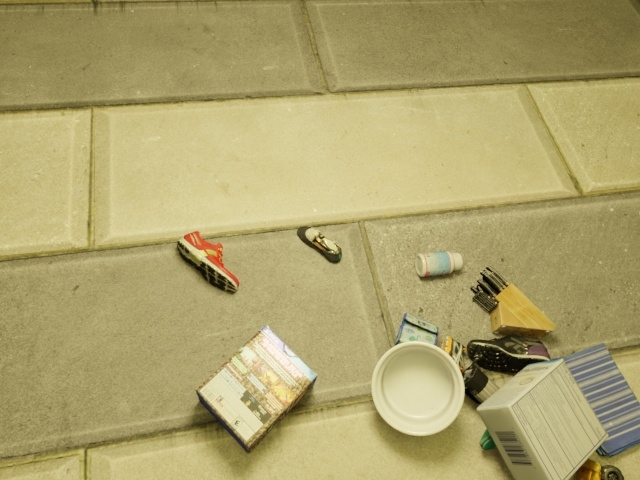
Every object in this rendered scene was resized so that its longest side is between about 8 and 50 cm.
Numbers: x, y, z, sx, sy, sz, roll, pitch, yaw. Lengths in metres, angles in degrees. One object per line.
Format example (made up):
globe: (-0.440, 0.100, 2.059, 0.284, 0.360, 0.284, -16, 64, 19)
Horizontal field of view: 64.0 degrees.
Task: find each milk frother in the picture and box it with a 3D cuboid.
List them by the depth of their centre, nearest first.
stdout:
milk frother: (0.536, 0.457, 1.671, 0.134, 0.129, 0.143, 42, 77, 1)

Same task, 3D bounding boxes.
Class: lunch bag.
lunch bag: (0.331, 0.327, 1.752, 0.128, 0.096, 0.151, 23, 43, 7)

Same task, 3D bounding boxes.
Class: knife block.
knife block: (0.692, 0.218, 1.861, 0.275, 0.088, 0.242, 7, 61, -3)

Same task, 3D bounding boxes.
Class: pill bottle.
pill bottle: (0.440, 0.085, 1.902, 0.160, 0.087, 0.087, -5, 62, -10)

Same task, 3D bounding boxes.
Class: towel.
towel: (0.970, 0.537, 1.750, 0.243, 0.040, 0.336, -13, 63, -16)

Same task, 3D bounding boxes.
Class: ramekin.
ramekin: (0.302, 0.451, 1.597, 0.276, 0.135, 0.278, -1, 83, 11)

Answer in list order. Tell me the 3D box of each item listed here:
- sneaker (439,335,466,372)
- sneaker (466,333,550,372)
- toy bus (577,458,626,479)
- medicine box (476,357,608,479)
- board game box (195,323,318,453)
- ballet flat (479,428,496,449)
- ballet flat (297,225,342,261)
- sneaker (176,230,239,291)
sneaker: (0.440, 0.427, 1.714, 0.083, 0.084, 0.215, 20, 59, -3)
sneaker: (0.646, 0.381, 1.776, 0.283, 0.107, 0.124, 13, 36, 4)
toy bus: (0.866, 0.799, 1.542, 0.220, 0.149, 0.212, 32, 77, 13)
medicine box: (0.666, 0.545, 1.538, 0.289, 0.149, 0.264, -25, 82, -30)
board game box: (-0.194, 0.453, 1.574, 0.232, 0.141, 0.291, 42, 64, 15)
ballet flat: (0.600, 0.596, 1.652, 0.247, 0.083, 0.087, -14, 40, -16)
ballet flat: (0.000, 0.000, 1.898, 0.203, 0.074, 0.074, 39, 63, 14)
sneaker: (-0.376, 0.062, 1.795, 0.279, 0.107, 0.118, 41, 54, 12)
